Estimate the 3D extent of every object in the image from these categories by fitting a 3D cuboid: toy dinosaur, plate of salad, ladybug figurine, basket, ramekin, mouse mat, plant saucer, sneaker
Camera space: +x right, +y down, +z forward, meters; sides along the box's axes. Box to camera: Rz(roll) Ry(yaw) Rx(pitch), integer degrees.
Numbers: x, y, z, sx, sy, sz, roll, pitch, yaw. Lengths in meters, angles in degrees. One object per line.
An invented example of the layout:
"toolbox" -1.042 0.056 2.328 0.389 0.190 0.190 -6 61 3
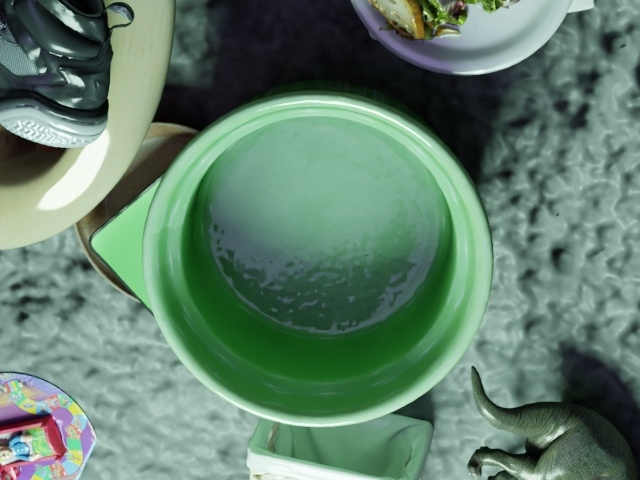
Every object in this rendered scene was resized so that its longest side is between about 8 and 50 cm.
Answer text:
"toy dinosaur" 0.241 0.226 1.772 0.160 0.121 0.313 -27 101 12
"plate of salad" 0.113 -0.229 1.533 0.200 0.048 0.199 5 114 12
"ladybug figurine" -0.268 -0.208 1.655 0.305 0.162 0.449 22 118 3
"basket" 0.017 0.232 1.818 0.167 0.113 0.103 11 121 9
"ramekin" 0.000 0.000 1.660 0.303 0.148 0.303 1 107 3
"mouse mat" -0.114 0.027 1.774 0.153 0.007 0.189 -38 100 26
"plant saucer" -0.140 -0.027 1.779 0.199 0.036 0.198 6 116 13
"sneaker" -0.284 -0.190 1.522 0.269 0.101 0.153 22 118 -4

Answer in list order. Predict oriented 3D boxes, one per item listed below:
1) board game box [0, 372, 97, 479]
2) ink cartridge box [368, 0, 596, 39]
"board game box" -0.315 0.222 1.944 0.133 0.033 0.168 28 119 1
"ink cartridge box" 0.131 -0.245 1.587 0.198 0.067 0.115 -7 112 16
